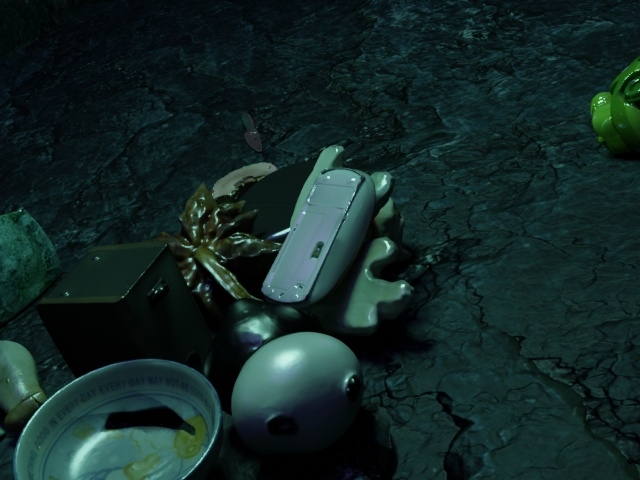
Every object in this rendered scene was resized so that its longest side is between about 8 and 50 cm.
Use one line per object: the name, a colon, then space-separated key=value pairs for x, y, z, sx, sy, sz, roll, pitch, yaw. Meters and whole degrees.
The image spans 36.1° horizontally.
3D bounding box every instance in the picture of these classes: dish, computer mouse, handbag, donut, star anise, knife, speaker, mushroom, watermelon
dish: x=-0.252 y=0.296 z=1.299 sx=0.273 sy=0.134 sz=0.273 roll=-7 pitch=37 yaw=5
computer mouse: x=0.000 y=0.000 z=1.471 sx=0.125 sy=0.056 sz=0.245 roll=7 pitch=63 yaw=41
handbag: x=-0.060 y=-0.046 z=1.804 sx=0.253 sy=0.093 sz=0.308 roll=3 pitch=37 yaw=36
donut: x=-0.151 y=-0.105 z=1.995 sx=0.166 sy=0.065 sz=0.117 roll=-21 pitch=30 yaw=-3
star anise: x=-0.190 y=0.038 z=1.644 sx=0.292 sy=0.109 sz=0.350 roll=-37 pitch=50 yaw=23
knife: x=-0.166 y=-0.256 z=2.312 sx=0.035 sy=0.018 sz=0.247 roll=-19 pitch=30 yaw=-3
speaker: x=-0.283 y=0.139 z=1.487 sx=0.192 sy=0.231 sz=0.153 roll=-4 pitch=33 yaw=28
mushroom: x=-0.506 y=0.239 z=1.623 sx=0.225 sy=0.093 sz=0.116 roll=23 pitch=69 yaw=40
watermelon: x=-0.727 y=0.076 z=1.937 sx=0.387 sy=0.229 sz=0.258 roll=-30 pitch=20 yaw=-27

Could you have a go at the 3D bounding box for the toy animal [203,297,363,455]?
toy animal: x=-0.045 y=0.191 z=1.316 sx=0.187 sy=0.165 sz=0.235 roll=-32 pitch=32 yaw=-17

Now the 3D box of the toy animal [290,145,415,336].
toy animal: x=0.077 y=0.037 z=1.548 sx=0.307 sy=0.188 sz=0.266 roll=28 pitch=75 yaw=41

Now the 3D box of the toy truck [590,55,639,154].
toy truck: x=0.543 y=-0.224 z=1.683 sx=0.210 sy=0.148 sz=0.187 roll=-24 pitch=25 yaw=40

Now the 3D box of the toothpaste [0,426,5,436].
toothpaste: x=-0.612 y=0.364 z=1.512 sx=0.069 sy=0.047 sz=0.268 roll=-16 pitch=20 yaw=50
